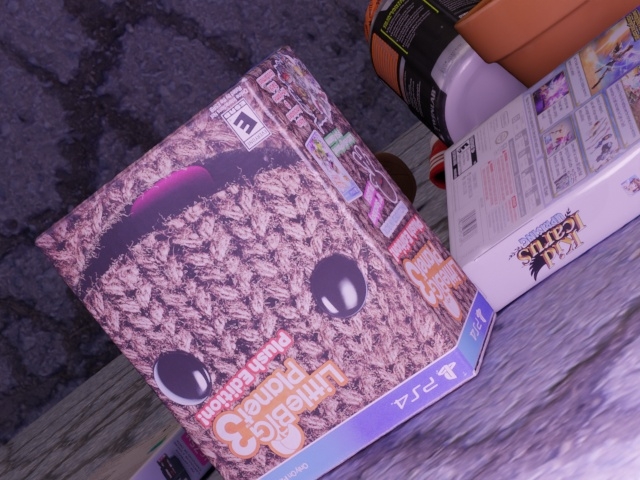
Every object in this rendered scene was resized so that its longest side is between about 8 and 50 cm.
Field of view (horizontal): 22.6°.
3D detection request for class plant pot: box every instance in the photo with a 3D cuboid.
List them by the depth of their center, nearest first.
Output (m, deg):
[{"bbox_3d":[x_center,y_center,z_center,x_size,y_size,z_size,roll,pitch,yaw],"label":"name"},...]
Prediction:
[{"bbox_3d":[0.325,-0.252,1.812,0.291,0.203,0.291,-37,5,4],"label":"plant pot"}]

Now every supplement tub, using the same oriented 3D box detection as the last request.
[{"bbox_3d":[0.183,-0.239,2.099,0.193,0.193,0.316,-38,35,1],"label":"supplement tub"}]

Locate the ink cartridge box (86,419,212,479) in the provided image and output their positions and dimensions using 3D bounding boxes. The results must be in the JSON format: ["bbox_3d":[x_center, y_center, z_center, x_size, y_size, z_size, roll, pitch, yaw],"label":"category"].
[{"bbox_3d":[-0.227,0.290,1.596,0.186,0.065,0.311,-34,4,36],"label":"ink cartridge box"}]

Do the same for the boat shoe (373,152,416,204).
[{"bbox_3d":[0.000,0.000,2.311,0.342,0.123,0.123,-47,10,-27],"label":"boat shoe"}]

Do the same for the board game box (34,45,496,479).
[{"bbox_3d":[-0.040,0.032,1.305,0.232,0.291,0.141,-36,6,20],"label":"board game box"}]

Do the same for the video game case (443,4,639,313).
[{"bbox_3d":[0.226,-0.078,1.442,0.244,0.061,0.269,-38,19,19],"label":"video game case"}]

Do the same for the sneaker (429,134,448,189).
[{"bbox_3d":[0.241,-0.130,2.167,0.221,0.087,0.128,-32,26,31],"label":"sneaker"}]
